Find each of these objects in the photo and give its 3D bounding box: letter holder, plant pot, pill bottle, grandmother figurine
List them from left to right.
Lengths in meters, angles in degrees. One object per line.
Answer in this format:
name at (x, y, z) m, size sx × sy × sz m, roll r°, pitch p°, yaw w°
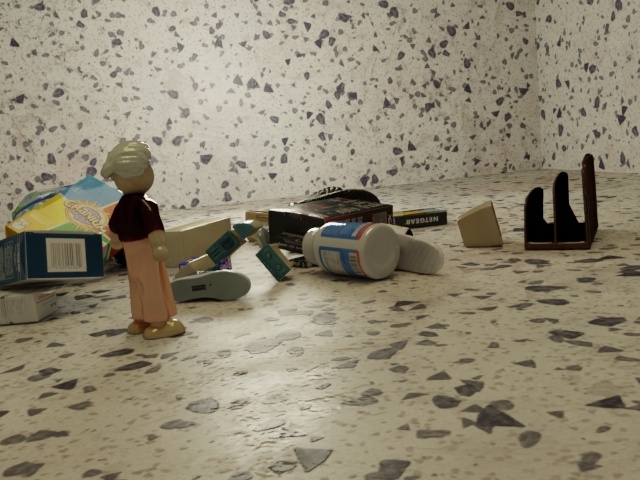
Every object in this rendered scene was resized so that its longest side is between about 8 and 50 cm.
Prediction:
grandmother figurine at (-0.321, -0.006, 1.213) m, size 0.208 × 0.342 × 0.104 m, roll 2°, pitch 12°, yaw 40°
pill bottle at (0.062, 0.018, 1.548) m, size 0.124 × 0.124 × 0.221 m, roll -13°, pitch 12°, yaw -39°
plant pot at (0.414, -0.036, 1.779) m, size 0.096 × 0.109 × 0.109 m, roll -15°, pitch 6°, yaw 18°
letter holder at (0.614, -0.109, 1.732) m, size 0.152 × 0.214 × 0.302 m, roll -1°, pitch 10°, yaw 26°

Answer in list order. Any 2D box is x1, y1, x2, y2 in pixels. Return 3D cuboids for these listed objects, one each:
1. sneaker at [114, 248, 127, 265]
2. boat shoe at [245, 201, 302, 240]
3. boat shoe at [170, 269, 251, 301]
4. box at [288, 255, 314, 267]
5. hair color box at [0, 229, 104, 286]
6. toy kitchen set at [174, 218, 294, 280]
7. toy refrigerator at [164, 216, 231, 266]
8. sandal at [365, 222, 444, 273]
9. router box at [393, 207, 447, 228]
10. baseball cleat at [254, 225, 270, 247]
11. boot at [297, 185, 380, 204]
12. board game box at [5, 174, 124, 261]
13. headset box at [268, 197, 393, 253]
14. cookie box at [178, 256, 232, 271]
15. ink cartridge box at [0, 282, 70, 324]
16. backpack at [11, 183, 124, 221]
sneaker at (-0.557, 0.019, 2.016) m, size 0.130 × 0.109 × 0.286 m, roll -16°, pitch 10°, yaw -24°
boat shoe at (-0.078, -0.071, 2.258) m, size 0.341 × 0.110 × 0.121 m, roll -8°, pitch 9°, yaw -13°
boat shoe at (-0.227, 0.089, 1.454) m, size 0.183 × 0.065 × 0.083 m, roll -4°, pitch 10°, yaw 14°
box at (-0.030, 0.051, 1.733) m, size 0.067 × 0.018 × 0.083 m, roll 3°, pitch 12°, yaw 45°
hair color box at (-0.649, 0.054, 1.529) m, size 0.347 × 0.105 × 0.174 m, roll -12°, pitch -10°, yaw 43°
toy kitchen set at (-0.196, 0.070, 1.586) m, size 0.207 × 0.166 × 0.122 m, roll -41°, pitch -3°, yaw 17°
toy refrigerator at (-0.365, 0.001, 1.997) m, size 0.094 × 0.102 × 0.269 m, roll -2°, pitch 10°, yaw 22°
sandal at (0.198, 0.021, 1.569) m, size 0.076 × 0.102 × 0.265 m, roll -10°, pitch 18°, yaw -37°
router box at (0.311, -0.073, 2.242) m, size 0.179 × 0.046 × 0.133 m, roll -7°, pitch 9°, yaw -10°
baseball cleat at (-0.145, -0.026, 2.098) m, size 0.109 × 0.072 × 0.206 m, roll -17°, pitch 8°, yaw 4°
boot at (0.071, -0.128, 2.470) m, size 0.348 × 0.131 × 0.260 m, roll -3°, pitch 9°, yaw 19°
board game box at (-0.657, -0.040, 1.884) m, size 0.242 × 0.064 × 0.316 m, roll 28°, pitch 41°, yaw 13°
headset box at (0.018, -0.036, 1.811) m, size 0.293 × 0.110 × 0.218 m, roll -13°, pitch 17°, yaw -43°
cookie box at (-0.290, 0.066, 1.725) m, size 0.107 × 0.040 × 0.092 m, roll -3°, pitch 9°, yaw 13°
ink cartridge box at (-0.624, 0.134, 1.422) m, size 0.180 × 0.060 × 0.104 m, roll -5°, pitch 7°, yaw 3°
backpack at (-0.761, -0.046, 2.102) m, size 0.290 × 0.273 × 0.355 m, roll -34°, pitch 7°, yaw 36°
